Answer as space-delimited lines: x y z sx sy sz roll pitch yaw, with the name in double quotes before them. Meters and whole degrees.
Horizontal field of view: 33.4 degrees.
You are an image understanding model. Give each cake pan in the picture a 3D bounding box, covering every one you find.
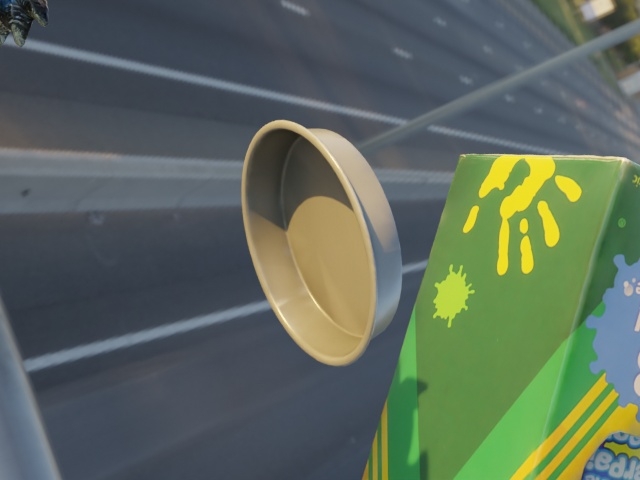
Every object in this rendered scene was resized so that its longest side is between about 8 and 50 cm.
"cake pan" 0.000 0.000 1.240 0.054 0.293 0.293 -16 81 -28

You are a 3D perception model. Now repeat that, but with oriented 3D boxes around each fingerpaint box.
"fingerpaint box" 0.258 0.185 0.744 0.445 0.163 0.371 21 85 -29

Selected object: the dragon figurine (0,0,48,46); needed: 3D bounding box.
"dragon figurine" -0.181 -0.164 0.425 0.144 0.085 0.289 30 58 -54
